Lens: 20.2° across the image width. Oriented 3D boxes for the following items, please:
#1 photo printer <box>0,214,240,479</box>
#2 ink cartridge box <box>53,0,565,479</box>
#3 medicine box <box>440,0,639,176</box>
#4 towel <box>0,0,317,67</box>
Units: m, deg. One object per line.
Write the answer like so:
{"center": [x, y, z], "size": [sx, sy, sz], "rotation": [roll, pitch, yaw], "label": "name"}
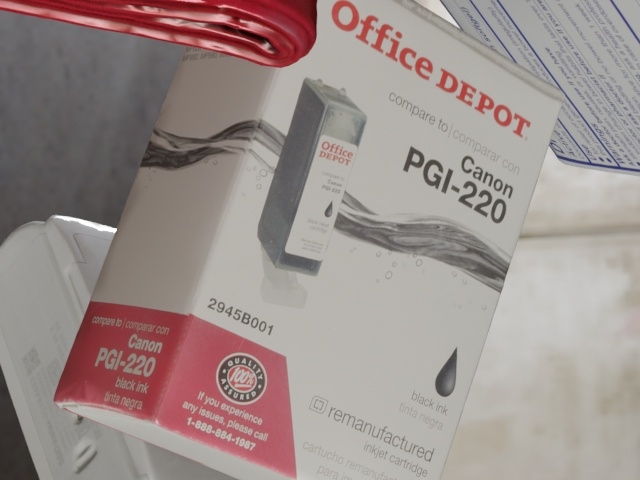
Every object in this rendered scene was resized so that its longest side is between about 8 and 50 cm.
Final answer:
{"center": [-0.073, 0.120, 1.292], "size": [0.307, 0.107, 0.256], "rotation": [15, 39, -46], "label": "photo printer"}
{"center": [0.000, 0.000, 0.804], "size": [0.158, 0.092, 0.218], "rotation": [26, 75, -33], "label": "ink cartridge box"}
{"center": [0.175, -0.171, 0.955], "size": [0.263, 0.149, 0.289], "rotation": [50, -14, -21], "label": "medicine box"}
{"center": [-0.090, -0.176, 0.632], "size": [0.031, 0.199, 0.275], "rotation": [110, -13, -49], "label": "towel"}
